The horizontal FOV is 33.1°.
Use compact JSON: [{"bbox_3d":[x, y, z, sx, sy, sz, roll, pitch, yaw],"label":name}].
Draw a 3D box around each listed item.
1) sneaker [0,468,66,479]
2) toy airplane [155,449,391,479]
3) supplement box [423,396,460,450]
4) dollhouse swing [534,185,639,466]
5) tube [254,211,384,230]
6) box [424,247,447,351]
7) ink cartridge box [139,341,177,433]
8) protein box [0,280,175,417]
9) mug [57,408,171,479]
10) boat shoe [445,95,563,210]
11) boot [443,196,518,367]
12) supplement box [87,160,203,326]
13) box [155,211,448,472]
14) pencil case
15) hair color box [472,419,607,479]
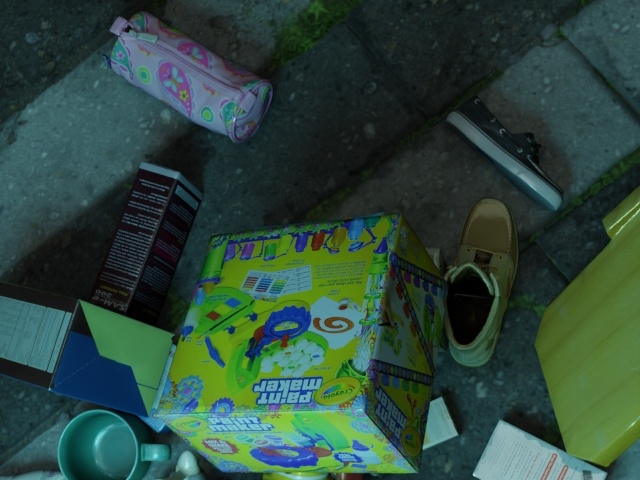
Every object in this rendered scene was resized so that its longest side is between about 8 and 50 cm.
[{"bbox_3d":[-0.417,0.495,1.632,0.152,0.114,0.305,-14,76,4],"label":"sneaker"},{"bbox_3d":[-0.057,0.421,1.488,0.386,0.272,0.384,-34,60,21],"label":"toy airplane"},{"bbox_3d":[0.150,0.280,1.603,0.099,0.036,0.062,-23,73,6],"label":"supplement box"},{"bbox_3d":[0.512,0.137,1.463,0.315,0.304,0.346,10,37,-13],"label":"dollhouse swing"},{"bbox_3d":[0.000,0.000,1.703,0.207,0.052,0.080,-3,85,5],"label":"tube"},{"bbox_3d":[0.031,0.091,1.631,0.311,0.121,0.147,1,77,12],"label":"box"},{"bbox_3d":[-0.241,0.228,1.692,0.089,0.052,0.122,35,88,18],"label":"ink cartridge box"},{"bbox_3d":[-0.372,0.165,1.625,0.201,0.200,0.135,8,77,40],"label":"protein box"},{"bbox_3d":[-0.313,0.331,1.657,0.158,0.097,0.129,32,88,15],"label":"mug"},{"bbox_3d":[0.297,-0.141,1.659,0.076,0.080,0.228,-46,65,0],"label":"boat shoe"},{"bbox_3d":[0.228,0.044,1.556,0.095,0.203,0.261,10,79,14],"label":"boot"},{"bbox_3d":[-0.274,0.010,1.713,0.073,0.130,0.239,16,79,15],"label":"supplement box"},{"bbox_3d":[-0.016,0.137,1.391,0.290,0.177,0.279,-6,52,28],"label":"box"},{"bbox_3d":[-0.217,-0.272,1.775,0.284,0.124,0.124,33,85,16],"label":"pencil case"},{"bbox_3d":[0.314,0.337,1.547,0.167,0.053,0.093,26,82,18],"label":"hair color box"}]
